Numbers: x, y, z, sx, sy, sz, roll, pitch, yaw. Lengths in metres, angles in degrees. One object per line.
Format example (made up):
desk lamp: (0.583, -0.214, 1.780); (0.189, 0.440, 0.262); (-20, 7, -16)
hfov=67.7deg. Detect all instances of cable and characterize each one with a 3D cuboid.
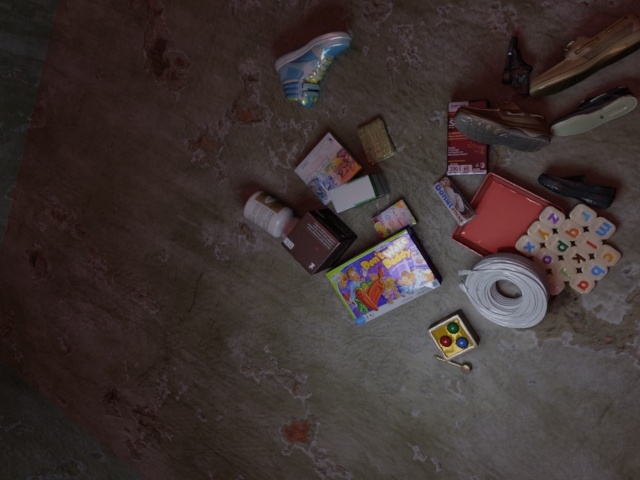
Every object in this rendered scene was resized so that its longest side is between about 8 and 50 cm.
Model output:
cable: (0.604, 0.163, 1.544); (0.257, 0.089, 0.257); (-23, 101, 44)

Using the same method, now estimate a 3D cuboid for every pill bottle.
pill bottle: (-0.174, -0.087, 1.859); (0.229, 0.131, 0.131); (33, 108, 16)

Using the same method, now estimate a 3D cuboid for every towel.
towel: (0.199, -0.357, 1.725); (0.110, 0.027, 0.148); (-23, 88, 25)

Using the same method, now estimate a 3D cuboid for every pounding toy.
pounding toy: (0.461, 0.379, 1.665); (0.181, 0.094, 0.206); (-35, 82, 23)

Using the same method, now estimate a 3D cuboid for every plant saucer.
plant saucer: (0.609, -0.054, 1.576); (0.259, 0.048, 0.258); (32, 107, 16)

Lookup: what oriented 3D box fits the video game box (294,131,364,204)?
video game box: (0.031, -0.269, 1.796); (0.205, 0.048, 0.187); (-44, 77, 22)

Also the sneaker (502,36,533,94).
sneaker: (0.630, -0.550, 1.508); (0.089, 0.051, 0.170); (13, 106, 21)

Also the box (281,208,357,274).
box: (0.000, 0.000, 1.756); (0.168, 0.203, 0.167); (45, 110, 12)

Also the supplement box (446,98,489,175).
supplement box: (0.489, -0.337, 1.579); (0.130, 0.073, 0.239); (1, 96, 23)

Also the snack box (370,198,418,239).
snack box: (0.266, -0.070, 1.724); (0.141, 0.037, 0.100); (-33, 84, 23)

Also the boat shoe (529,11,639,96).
boat shoe: (0.775, -0.544, 1.416); (0.341, 0.122, 0.110); (-26, 81, 13)

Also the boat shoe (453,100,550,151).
boat shoe: (0.560, -0.366, 1.476); (0.325, 0.123, 0.116); (11, 77, -17)

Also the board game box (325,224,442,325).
board game box: (0.225, 0.130, 1.724); (0.347, 0.078, 0.233); (-31, 93, 23)

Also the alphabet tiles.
alphabet tiles: (0.774, 0.031, 1.502); (0.278, 0.021, 0.284); (34, 107, 1)

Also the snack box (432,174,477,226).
snack box: (0.453, -0.135, 1.614); (0.064, 0.022, 0.178); (-43, 60, 27)

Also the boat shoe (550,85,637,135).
boat shoe: (0.815, -0.389, 1.445); (0.233, 0.084, 0.079); (-22, 51, 30)

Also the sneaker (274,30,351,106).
sneaker: (-0.009, -0.607, 1.733); (0.319, 0.127, 0.208); (-14, 89, 33)

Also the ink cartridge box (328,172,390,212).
ink cartridge box: (0.141, -0.170, 1.674); (0.153, 0.208, 0.086); (-21, 91, 25)

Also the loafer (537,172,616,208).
loafer: (0.790, -0.168, 1.474); (0.223, 0.076, 0.078); (23, 99, 14)
